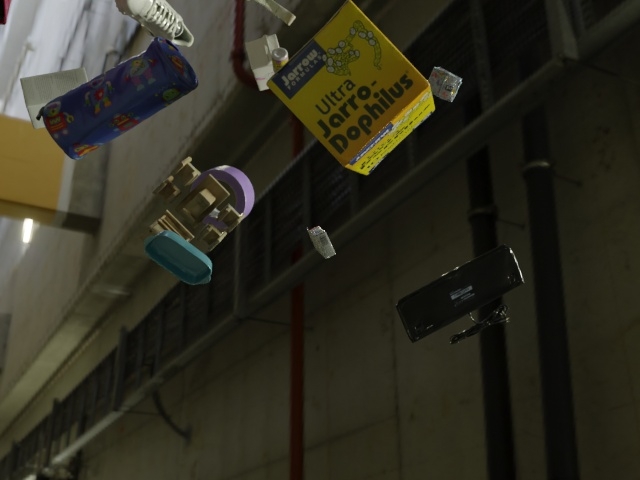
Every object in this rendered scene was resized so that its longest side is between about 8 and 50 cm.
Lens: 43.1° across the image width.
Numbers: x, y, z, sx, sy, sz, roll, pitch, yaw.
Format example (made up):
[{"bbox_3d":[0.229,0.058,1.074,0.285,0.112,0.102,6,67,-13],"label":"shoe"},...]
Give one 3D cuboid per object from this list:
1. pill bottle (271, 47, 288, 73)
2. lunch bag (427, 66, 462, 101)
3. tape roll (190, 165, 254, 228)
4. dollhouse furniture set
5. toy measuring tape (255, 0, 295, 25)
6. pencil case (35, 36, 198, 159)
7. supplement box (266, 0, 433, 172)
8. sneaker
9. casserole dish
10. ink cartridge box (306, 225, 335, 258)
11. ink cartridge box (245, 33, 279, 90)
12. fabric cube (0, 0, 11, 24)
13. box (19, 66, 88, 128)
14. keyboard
[{"bbox_3d":[-0.105,-0.464,2.133,0.083,0.043,0.043,85,-1,-58],"label":"pill bottle"},{"bbox_3d":[0.335,-0.423,2.195,0.083,0.053,0.071,33,-64,20],"label":"lunch bag"},{"bbox_3d":[-0.310,-0.138,2.558,0.080,0.189,0.189,-44,157,-69],"label":"tape roll"},{"bbox_3d":[-0.343,-0.075,2.153,0.242,0.212,0.161,-42,-173,17],"label":"dollhouse furniture set"},{"bbox_3d":[-0.217,-0.770,2.517,0.121,0.330,0.121,-47,-158,26],"label":"toy measuring tape"},{"bbox_3d":[-0.387,-0.276,1.557,0.306,0.119,0.133,-27,-113,13],"label":"pencil case"},{"bbox_3d":[0.070,-0.255,1.452,0.194,0.195,0.356,-44,175,9],"label":"supplement box"},{"bbox_3d":[-0.342,-0.476,1.692,0.090,0.095,0.235,-56,164,3],"label":"sneaker"},{"bbox_3d":[-0.348,0.039,2.003,0.114,0.188,0.037,-34,-153,41],"label":"casserole dish"},{"bbox_3d":[0.000,0.000,1.963,0.063,0.029,0.115,66,-6,-16],"label":"ink cartridge box"},{"bbox_3d":[-0.149,-0.498,2.248,0.143,0.090,0.092,70,4,-72],"label":"ink cartridge box"},{"bbox_3d":[-0.649,-0.550,1.360,0.254,0.259,0.258,106,-19,-44],"label":"fabric cube"},{"bbox_3d":[-0.710,-0.385,2.198,0.130,0.170,0.091,116,-42,-67],"label":"box"},{"bbox_3d":[0.348,0.153,1.959,0.201,0.317,0.033,65,-6,-23],"label":"keyboard"}]
